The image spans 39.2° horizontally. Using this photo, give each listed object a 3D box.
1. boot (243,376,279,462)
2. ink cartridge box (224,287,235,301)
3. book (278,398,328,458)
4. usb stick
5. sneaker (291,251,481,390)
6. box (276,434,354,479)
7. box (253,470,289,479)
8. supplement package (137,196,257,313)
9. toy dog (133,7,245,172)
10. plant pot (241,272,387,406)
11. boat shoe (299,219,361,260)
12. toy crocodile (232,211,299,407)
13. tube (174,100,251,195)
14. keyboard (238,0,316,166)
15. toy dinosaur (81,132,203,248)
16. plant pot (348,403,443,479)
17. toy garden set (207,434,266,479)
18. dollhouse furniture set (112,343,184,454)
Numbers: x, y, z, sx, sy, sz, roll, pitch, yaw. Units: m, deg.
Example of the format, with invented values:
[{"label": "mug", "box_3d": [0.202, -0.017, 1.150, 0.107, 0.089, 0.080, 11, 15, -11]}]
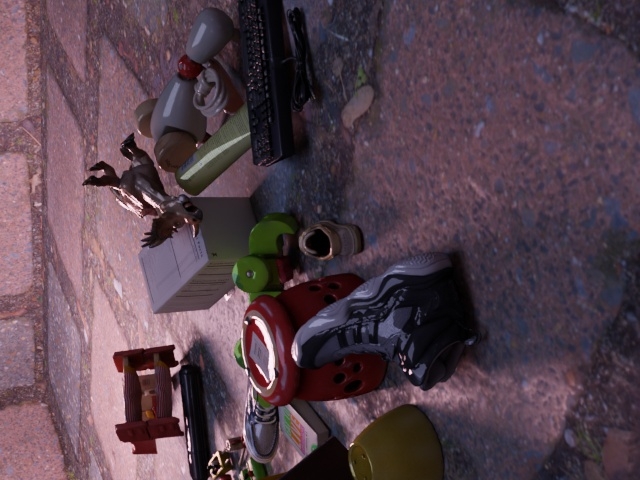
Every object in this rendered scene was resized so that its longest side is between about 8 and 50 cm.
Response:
[{"label": "boot", "box_3d": [-0.107, 0.311, 1.660, 0.086, 0.069, 0.190, 118, 148, -66]}, {"label": "ink cartridge box", "box_3d": [-0.186, 0.059, 1.823, 0.063, 0.029, 0.115, -47, 57, 56]}, {"label": "book", "box_3d": [-0.030, 0.340, 1.600, 0.144, 0.035, 0.096, 39, 135, 52]}, {"label": "usb stick", "box_3d": [-0.301, 0.436, 2.137, 0.077, 0.045, 0.278, -170, 73, -70]}, {"label": "sneaker", "box_3d": [0.082, 0.138, 1.169, 0.268, 0.101, 0.153, -36, 69, 28]}, {"label": "box", "box_3d": [0.016, 0.438, 1.314, 0.203, 0.167, 0.168, 41, 136, 20]}, {"label": "box", "box_3d": [-0.064, 0.541, 1.435, 0.279, 0.290, 0.177, 61, 146, 34]}, {"label": "supplement package", "box_3d": [-0.232, 0.031, 1.738, 0.244, 0.134, 0.139, -39, 62, 45]}, {"label": "toy dog", "box_3d": [-0.222, -0.273, 1.716, 0.333, 0.161, 0.220, -35, 63, 44]}, {"label": "plant pot", "box_3d": [-0.016, 0.153, 1.364, 0.191, 0.174, 0.191, 19, 112, 59]}, {"label": "boat shoe", "box_3d": [0.000, 0.000, 1.409, 0.170, 0.059, 0.063, -6, 92, 63]}, {"label": "toy crocodile", "box_3d": [-0.086, 0.121, 1.564, 0.115, 0.105, 0.341, -23, -66, -75]}, {"label": "tube", "box_3d": [-0.162, -0.172, 1.606, 0.240, 0.062, 0.070, -40, 99, 24]}, {"label": "keyboard", "box_3d": [-0.079, -0.288, 1.480, 0.201, 0.033, 0.317, -17, 77, 54]}, {"label": "toy dinosaur", "box_3d": [-0.326, -0.082, 1.669, 0.200, 0.127, 0.295, 49, 176, -17]}, {"label": "plant pot", "box_3d": [0.097, 0.308, 1.269, 0.134, 0.095, 0.134, 28, 122, 57]}, {"label": "toy garden set", "box_3d": [-0.182, 0.514, 1.911, 0.204, 0.049, 0.244, 68, 150, 30]}, {"label": "dollhouse furniture set", "box_3d": [-0.419, 0.426, 2.260, 0.374, 0.152, 0.201, 95, 167, -61]}]
